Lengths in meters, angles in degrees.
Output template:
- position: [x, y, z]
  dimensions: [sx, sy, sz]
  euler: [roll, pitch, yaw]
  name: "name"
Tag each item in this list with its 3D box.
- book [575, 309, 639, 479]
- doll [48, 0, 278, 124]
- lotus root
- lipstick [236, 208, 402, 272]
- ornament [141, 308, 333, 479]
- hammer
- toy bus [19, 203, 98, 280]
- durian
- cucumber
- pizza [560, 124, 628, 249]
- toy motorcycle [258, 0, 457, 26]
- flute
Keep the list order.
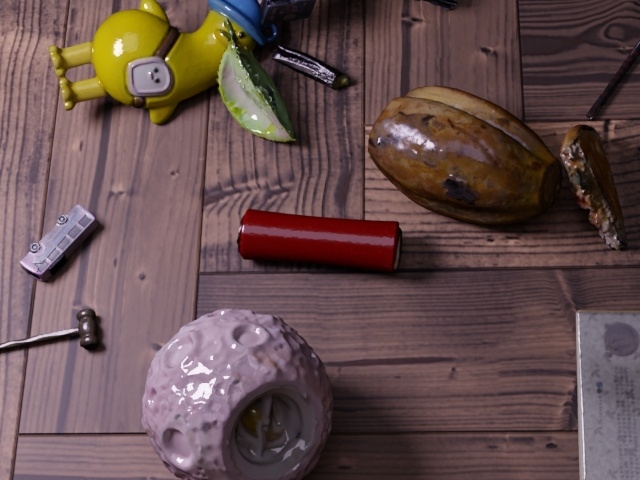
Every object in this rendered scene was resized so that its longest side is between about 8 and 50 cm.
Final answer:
- position: [0.551, 0.224, 1.789]
  dimensions: [0.388, 0.032, 0.269]
  euler: [0, 67, 5]
  name: "book"
- position: [-0.240, -0.292, 2.057]
  dimensions: [0.362, 0.145, 0.200]
  euler: [-15, 104, -12]
  name: "doll"
- position: [0.213, -0.126, 1.903]
  dimensions: [0.290, 0.193, 0.193]
  euler: [27, 70, 16]
  name: "lotus root"
- position: [0.000, 0.000, 1.917]
  dimensions: [0.241, 0.080, 0.080]
  euler: [6, 66, 8]
  name: "lipstick"
- position: [-0.115, 0.216, 1.735]
  dimensions: [0.259, 0.259, 0.225]
  euler: [-41, 31, -13]
  name: "ornament"
- position: [-0.472, 0.159, 1.917]
  dimensions: [0.292, 0.029, 0.058]
  euler: [-12, 63, 1]
  name: "hammer"
- position: [-0.398, 0.004, 1.974]
  dimensions: [0.052, 0.037, 0.131]
  euler: [37, 72, 14]
  name: "toy bus"
- position: [-0.104, -0.242, 2.017]
  dimensions: [0.086, 0.100, 0.215]
  euler: [-35, 97, -21]
  name: "durian"
- position: [-0.015, -0.279, 2.073]
  dimensions: [0.134, 0.033, 0.034]
  euler: [30, 33, 17]
  name: "cucumber"
- position: [0.403, -0.076, 1.908]
  dimensions: [0.052, 0.185, 0.195]
  euler: [-20, 91, 27]
  name: "pizza"
- position: [0.065, -0.459, 2.063]
  dimensions: [0.358, 0.125, 0.213]
  euler: [-11, 81, -12]
  name: "toy motorcycle"
- position: [0.493, -0.290, 2.043]
  dimensions: [0.014, 0.014, 0.269]
  euler: [32, 71, 18]
  name: "flute"
